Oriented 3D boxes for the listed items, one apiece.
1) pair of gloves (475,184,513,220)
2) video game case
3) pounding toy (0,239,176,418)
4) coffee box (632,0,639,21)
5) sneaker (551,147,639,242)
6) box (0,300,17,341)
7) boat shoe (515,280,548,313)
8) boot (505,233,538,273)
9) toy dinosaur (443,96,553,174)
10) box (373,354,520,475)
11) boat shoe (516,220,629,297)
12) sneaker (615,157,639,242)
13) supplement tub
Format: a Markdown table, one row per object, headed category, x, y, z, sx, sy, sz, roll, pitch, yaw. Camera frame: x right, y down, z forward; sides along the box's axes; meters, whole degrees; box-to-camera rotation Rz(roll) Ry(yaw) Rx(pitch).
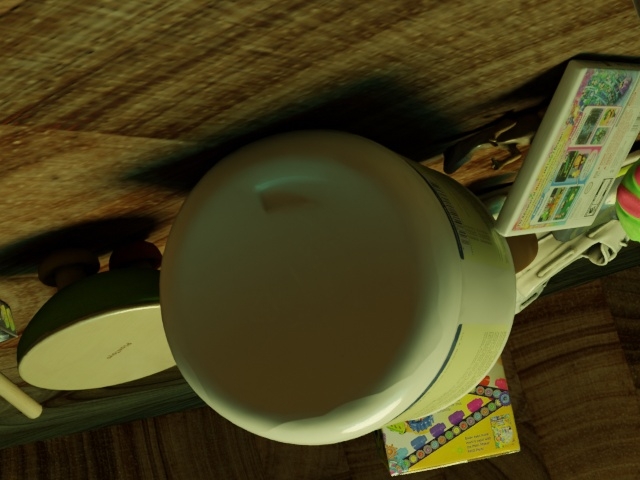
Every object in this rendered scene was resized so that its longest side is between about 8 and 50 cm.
| category | x | y | z | sx | sy | sz | roll | pitch | yaw |
| --- | --- | --- | --- | --- | --- | --- | --- | --- | --- |
| pair of gloves | 0.215 | -0.027 | 1.543 | 0.204 | 0.042 | 0.240 | -15 | 170 | -7 |
| video game case | 0.221 | -0.078 | 1.033 | 0.143 | 0.019 | 0.157 | -6 | 126 | -47 |
| pounding toy | -0.216 | 0.060 | 1.107 | 0.237 | 0.110 | 0.183 | -22 | 157 | 10 |
| coffee box | 0.315 | -0.060 | 0.723 | 0.168 | 0.297 | 0.119 | -21 | 169 | 29 |
| sneaker | 0.416 | -0.055 | 1.438 | 0.300 | 0.121 | 0.111 | -24 | 169 | 18 |
| box | -0.369 | 0.081 | 1.168 | 0.114 | 0.036 | 0.207 | -16 | 171 | -5 |
| boat shoe | 0.276 | 0.038 | 1.706 | 0.095 | 0.084 | 0.258 | 18 | -160 | 20 |
| boot | 0.088 | 0.050 | 1.402 | 0.283 | 0.109 | 0.220 | -25 | 179 | -25 |
| toy dinosaur | 0.213 | -0.103 | 1.091 | 0.211 | 0.064 | 0.112 | -8 | -169 | 0 |
| box | 0.147 | 0.164 | 1.713 | 0.177 | 0.279 | 0.290 | -11 | 175 | -1 |
| boat shoe | 0.352 | -0.011 | 1.567 | 0.267 | 0.088 | 0.096 | -25 | 166 | -18 |
| sneaker | 0.470 | -0.139 | 1.070 | 0.483 | 0.185 | 0.202 | -29 | -166 | 42 |
| supplement tub | 0.034 | 0.041 | 1.024 | 0.235 | 0.235 | 0.325 | -19 | 170 | 17 |
